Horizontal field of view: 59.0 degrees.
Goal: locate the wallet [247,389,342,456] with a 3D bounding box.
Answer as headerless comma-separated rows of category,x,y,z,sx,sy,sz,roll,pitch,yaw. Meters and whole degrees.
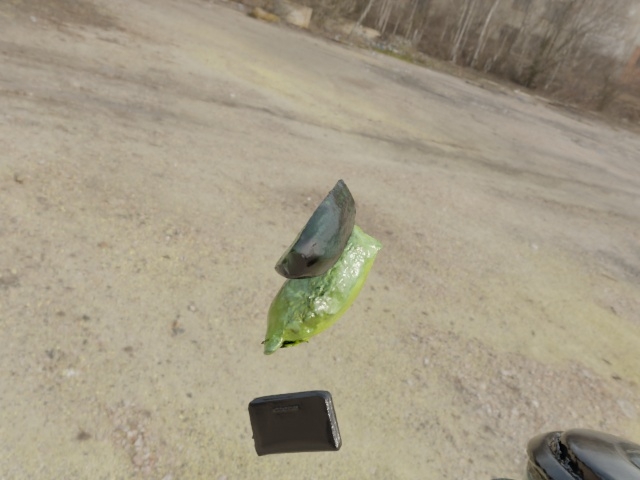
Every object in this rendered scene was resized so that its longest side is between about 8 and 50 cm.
wallet,-0.072,0.442,1.367,0.250,0.149,0.044,-13,-4,28

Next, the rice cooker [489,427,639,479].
rice cooker,0.306,0.334,0.557,0.316,0.317,0.264,31,11,26

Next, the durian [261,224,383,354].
durian,-0.005,0.078,0.863,0.101,0.250,0.139,42,-15,11

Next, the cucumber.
cucumber,0.000,0.000,0.707,0.063,0.115,0.244,36,19,-1
